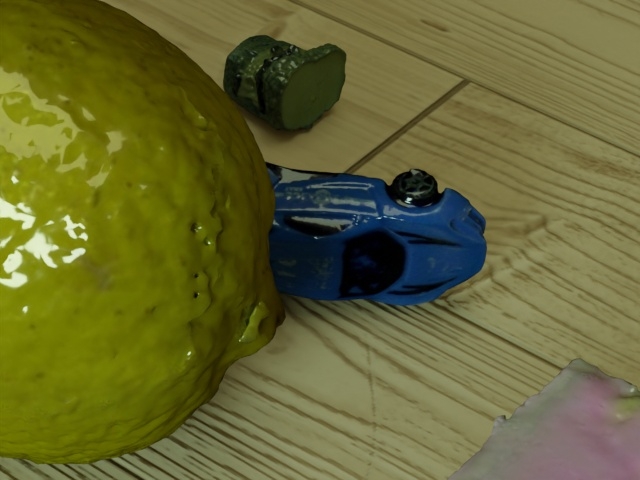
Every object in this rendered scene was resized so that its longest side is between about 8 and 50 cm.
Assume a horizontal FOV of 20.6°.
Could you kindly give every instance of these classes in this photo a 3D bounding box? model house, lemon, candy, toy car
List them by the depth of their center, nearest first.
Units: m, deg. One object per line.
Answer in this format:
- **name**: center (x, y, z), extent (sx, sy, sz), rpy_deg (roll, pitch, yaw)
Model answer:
- **candy**: center (0.096, 0.189, 0.877), extent (0.116, 0.155, 0.265), rpy_deg (31, 45, 24)
- **lemon**: center (-0.172, -0.015, 1.006), extent (0.322, 0.268, 0.268), rpy_deg (29, 43, 12)
- **toy car**: center (0.000, 0.000, 1.147), extent (0.216, 0.103, 0.063), rpy_deg (8, 48, 3)
- **model house**: center (-0.035, -0.127, 1.328), extent (0.083, 0.066, 0.079), rpy_deg (29, 42, 28)
